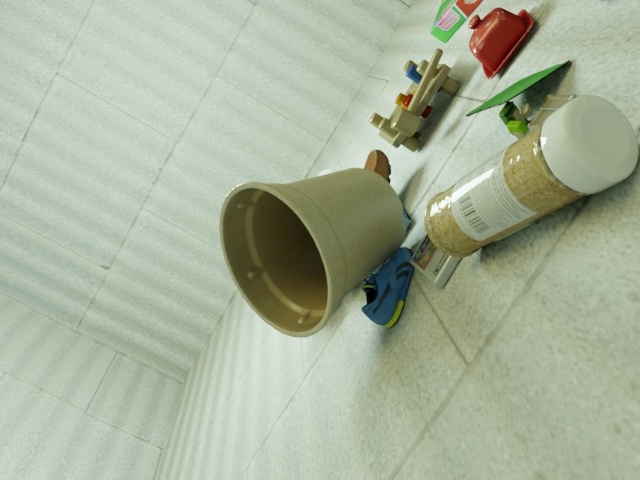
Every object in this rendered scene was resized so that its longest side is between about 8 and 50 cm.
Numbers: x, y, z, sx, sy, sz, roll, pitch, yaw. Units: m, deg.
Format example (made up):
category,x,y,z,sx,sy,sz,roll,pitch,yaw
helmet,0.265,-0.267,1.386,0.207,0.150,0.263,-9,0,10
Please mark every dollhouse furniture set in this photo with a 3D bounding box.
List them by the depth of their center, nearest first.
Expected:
category,x,y,z,sx,sy,sz,roll,pitch,yaw
dollhouse furniture set,0.381,-0.207,1.161,0.076,0.058,0.151,-54,29,-9

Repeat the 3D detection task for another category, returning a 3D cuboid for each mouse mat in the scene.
category,x,y,z,sx,sy,sz,roll,pitch,yaw
mouse mat,0.371,-0.287,1.273,0.152,0.007,0.189,-33,9,-7

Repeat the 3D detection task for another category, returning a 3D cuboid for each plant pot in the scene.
category,x,y,z,sx,sy,sz,roll,pitch,yaw
plant pot,0.005,-0.010,1.430,0.305,0.334,0.334,-28,-12,-39

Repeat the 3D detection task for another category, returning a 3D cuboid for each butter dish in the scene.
category,x,y,z,sx,sy,sz,roll,pitch,yaw
butter dish,0.393,-0.474,1.537,0.160,0.118,0.160,-55,13,28

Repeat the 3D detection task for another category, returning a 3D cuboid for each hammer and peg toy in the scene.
category,x,y,z,sx,sy,sz,roll,pitch,yaw
hammer and peg toy,0.267,-0.373,1.826,0.266,0.127,0.361,-56,12,10

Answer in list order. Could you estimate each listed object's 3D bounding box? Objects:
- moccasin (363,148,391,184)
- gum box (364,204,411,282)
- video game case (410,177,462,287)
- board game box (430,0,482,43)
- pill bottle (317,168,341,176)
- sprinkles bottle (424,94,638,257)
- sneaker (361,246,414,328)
category,x,y,z,sx,sy,sz,roll,pitch,yaw
moccasin,0.063,-0.075,1.704,0.380,0.147,0.139,-62,8,-12
gum box,0.146,-0.003,1.636,0.184,0.041,0.157,-58,11,15
video game case,0.250,-0.019,1.269,0.201,0.023,0.183,-60,11,6
board game box,0.486,-0.818,2.136,0.316,0.064,0.242,-46,18,53
pill bottle,0.000,0.000,1.844,0.363,0.210,0.210,-64,12,-20
sprinkles bottle,0.289,-0.079,0.986,0.121,0.121,0.355,-66,12,-25
sneaker,0.136,0.080,1.373,0.069,0.082,0.209,-51,13,48
